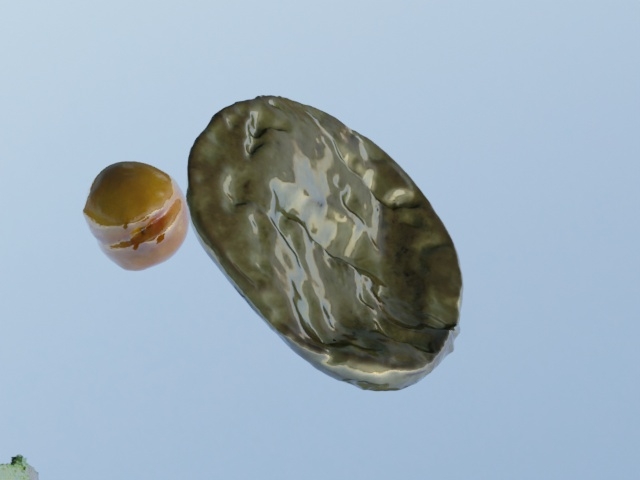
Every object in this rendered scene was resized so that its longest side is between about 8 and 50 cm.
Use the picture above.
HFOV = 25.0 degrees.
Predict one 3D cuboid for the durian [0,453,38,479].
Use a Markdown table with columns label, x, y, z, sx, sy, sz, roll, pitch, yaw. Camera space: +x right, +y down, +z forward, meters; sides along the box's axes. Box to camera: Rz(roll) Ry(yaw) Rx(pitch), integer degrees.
| label | x | y | z | sx | sy | sz | roll | pitch | yaw |
| --- | --- | --- | --- | --- | --- | --- | --- | --- | --- |
| durian | -0.348 | 0.272 | 1.526 | 0.086 | 0.215 | 0.100 | 6 | -102 | 11 |

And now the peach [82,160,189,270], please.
| label | x | y | z | sx | sy | sz | roll | pitch | yaw |
| --- | --- | --- | --- | --- | --- | --- | --- | --- | --- |
| peach | -0.228 | -0.032 | 1.814 | 0.138 | 0.138 | 0.138 | -11 | -148 | 7 |

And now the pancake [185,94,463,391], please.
| label | x | y | z | sx | sy | sz | roll | pitch | yaw |
| --- | --- | --- | --- | --- | --- | --- | --- | --- | --- |
| pancake | 0.000 | 0.000 | 0.983 | 0.050 | 0.242 | 0.242 | -45 | -164 | 33 |
